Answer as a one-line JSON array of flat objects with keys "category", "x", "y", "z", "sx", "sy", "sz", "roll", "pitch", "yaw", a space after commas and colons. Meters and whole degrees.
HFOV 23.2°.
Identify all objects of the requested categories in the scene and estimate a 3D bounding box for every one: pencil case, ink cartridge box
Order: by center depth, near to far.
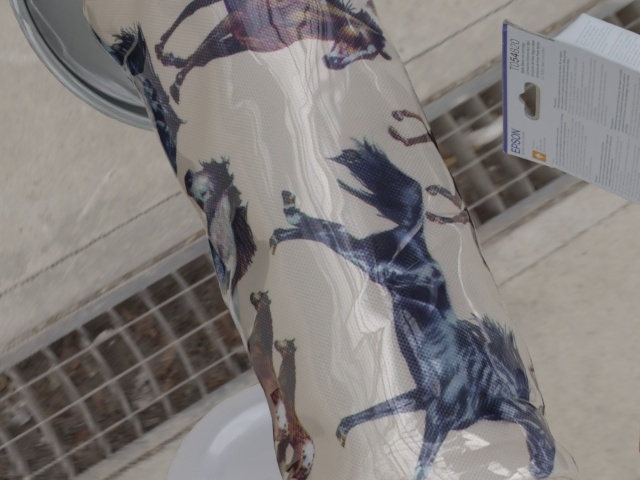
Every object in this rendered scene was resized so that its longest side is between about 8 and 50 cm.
[{"category": "pencil case", "x": 0.000, "y": 0.000, "z": 0.902, "sx": 0.159, "sy": 0.183, "sz": 0.410, "roll": -15, "pitch": 75, "yaw": -29}, {"category": "ink cartridge box", "x": 0.278, "y": -0.116, "z": 1.454, "sx": 0.224, "sy": 0.223, "sz": 0.045, "roll": 24, "pitch": 66, "yaw": 18}]

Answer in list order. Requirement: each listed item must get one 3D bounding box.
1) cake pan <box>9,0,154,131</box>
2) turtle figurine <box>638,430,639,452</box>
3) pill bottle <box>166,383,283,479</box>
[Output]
[{"category": "cake pan", "x": -0.112, "y": -0.230, "z": 1.240, "sx": 0.293, "sy": 0.054, "sz": 0.293, "roll": -2, "pitch": 95, "yaw": -20}, {"category": "turtle figurine", "x": 0.410, "y": 0.138, "z": 1.617, "sx": 0.087, "sy": 0.217, "sz": 0.270, "roll": 0, "pitch": 105, "yaw": -41}, {"category": "pill bottle", "x": 0.021, "y": 0.348, "z": 1.539, "sx": 0.229, "sy": 0.229, "sz": 0.408, "roll": -33, "pitch": 124, "yaw": -17}]
